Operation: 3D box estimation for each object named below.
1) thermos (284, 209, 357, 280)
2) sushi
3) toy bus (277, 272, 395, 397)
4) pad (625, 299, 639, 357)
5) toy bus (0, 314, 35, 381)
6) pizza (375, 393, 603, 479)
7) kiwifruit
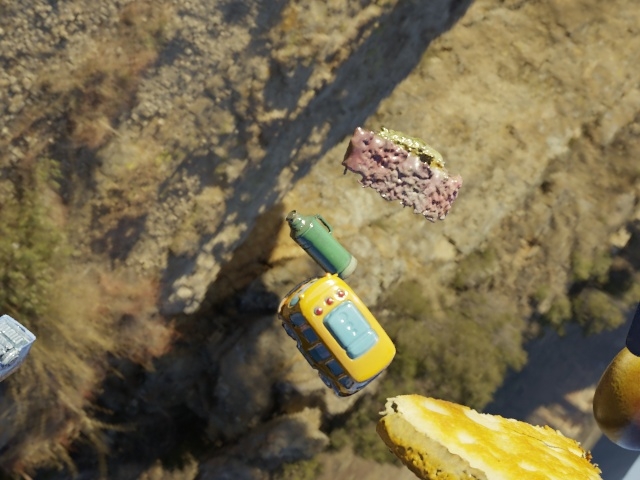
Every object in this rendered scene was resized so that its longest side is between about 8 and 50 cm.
[{"bbox_3d":[-0.001,0.003,1.900,0.083,0.187,0.073,-44,-157,1],"label":"thermos"},{"bbox_3d":[0.124,-0.129,1.436,0.241,0.161,0.107,23,104,-25],"label":"sushi"},{"bbox_3d":[0.031,0.153,1.449,0.126,0.209,0.136,-36,177,-19],"label":"toy bus"},{"bbox_3d":[0.589,0.113,1.237,0.004,0.267,0.181,-78,176,-59],"label":"pad"},{"bbox_3d":[-0.536,0.198,1.289,0.094,0.079,0.236,-51,176,30],"label":"toy bus"},{"bbox_3d":[0.328,0.379,1.357,0.406,0.440,0.130,8,106,-54],"label":"pizza"},{"bbox_3d":[0.674,0.327,1.796,0.234,0.196,0.196,-56,160,14],"label":"kiwifruit"}]
